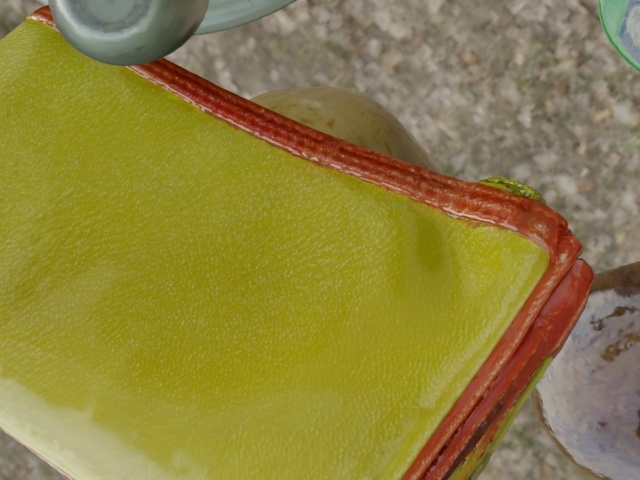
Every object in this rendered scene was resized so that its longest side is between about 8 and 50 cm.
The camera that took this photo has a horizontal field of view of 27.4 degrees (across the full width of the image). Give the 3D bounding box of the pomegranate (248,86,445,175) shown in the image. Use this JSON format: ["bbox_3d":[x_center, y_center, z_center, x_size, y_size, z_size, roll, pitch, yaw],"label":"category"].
[{"bbox_3d":[0.000,0.000,1.272,0.319,0.319,0.319,28,144,22],"label":"pomegranate"}]

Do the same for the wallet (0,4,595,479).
[{"bbox_3d":[-0.047,0.014,0.413,0.241,0.141,0.067,27,161,35],"label":"wallet"}]

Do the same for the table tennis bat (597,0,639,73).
[{"bbox_3d":[0.275,-0.223,1.126,0.257,0.039,0.160,34,135,24],"label":"table tennis bat"}]

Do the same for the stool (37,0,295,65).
[{"bbox_3d":[-0.060,-0.170,0.418,0.195,0.195,0.199,45,-177,-3],"label":"stool"}]

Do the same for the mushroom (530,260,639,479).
[{"bbox_3d":[0.300,0.100,1.138,0.254,0.267,0.267,-110,-6,-62],"label":"mushroom"}]
